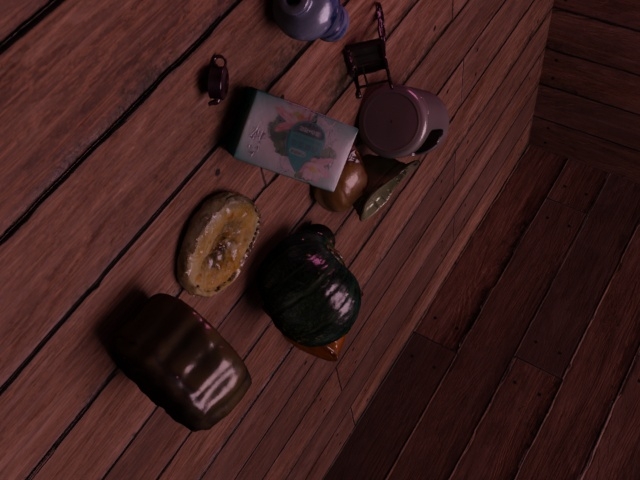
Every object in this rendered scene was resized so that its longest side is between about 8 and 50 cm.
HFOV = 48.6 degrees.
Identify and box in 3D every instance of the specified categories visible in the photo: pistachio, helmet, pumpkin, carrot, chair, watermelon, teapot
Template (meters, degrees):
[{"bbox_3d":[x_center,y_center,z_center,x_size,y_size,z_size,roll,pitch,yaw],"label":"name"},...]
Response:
[{"bbox_3d":[0.056,-0.176,1.970,0.165,0.130,0.210,-2,124,-19],"label":"pistachio"},{"bbox_3d":[0.162,-0.192,2.136,0.257,0.137,0.204,-50,168,31],"label":"helmet"},{"bbox_3d":[-0.024,0.150,1.865,0.263,0.197,0.293,-35,115,0],"label":"pumpkin"},{"bbox_3d":[0.021,0.233,2.235,0.254,0.196,0.196,-62,158,-25],"label":"carrot"},{"bbox_3d":[0.125,-0.501,1.850,0.106,0.113,0.229,65,16,-61],"label":"chair"},{"bbox_3d":[0.000,0.000,2.027,0.133,0.105,0.105,-23,136,-30],"label":"watermelon"},{"bbox_3d":[-0.203,-0.310,1.370,0.068,0.045,0.100,-66,161,-88],"label":"teapot"}]

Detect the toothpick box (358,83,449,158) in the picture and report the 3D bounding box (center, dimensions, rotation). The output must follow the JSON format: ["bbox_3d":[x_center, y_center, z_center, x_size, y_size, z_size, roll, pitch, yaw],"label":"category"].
[{"bbox_3d":[0.261,-0.365,2.125,0.316,0.229,0.229,-18,129,-62],"label":"toothpick box"}]

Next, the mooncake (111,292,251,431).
[{"bbox_3d":[-0.289,0.258,1.451,0.161,0.290,0.290,-46,151,-26],"label":"mooncake"}]

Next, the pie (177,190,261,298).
[{"bbox_3d":[-0.227,0.008,1.622,0.274,0.055,0.274,-46,151,-36],"label":"pie"}]

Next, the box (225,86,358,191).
[{"bbox_3d":[-0.062,-0.216,1.526,0.245,0.092,0.153,17,101,-22],"label":"box"}]

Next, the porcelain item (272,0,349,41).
[{"bbox_3d":[-0.015,-0.485,1.497,0.141,0.141,0.259,-69,166,11],"label":"porcelain item"}]
